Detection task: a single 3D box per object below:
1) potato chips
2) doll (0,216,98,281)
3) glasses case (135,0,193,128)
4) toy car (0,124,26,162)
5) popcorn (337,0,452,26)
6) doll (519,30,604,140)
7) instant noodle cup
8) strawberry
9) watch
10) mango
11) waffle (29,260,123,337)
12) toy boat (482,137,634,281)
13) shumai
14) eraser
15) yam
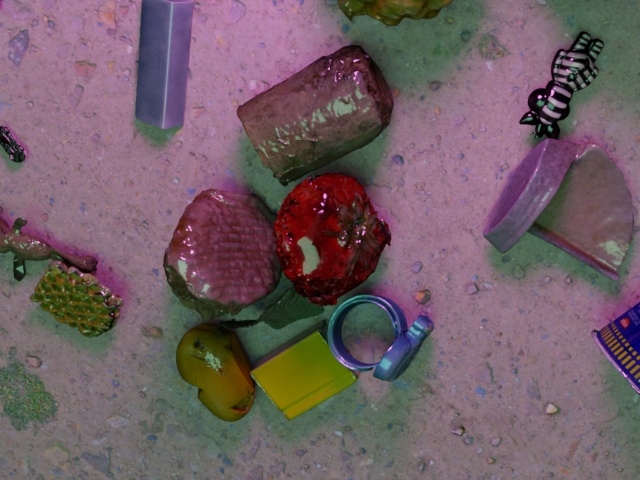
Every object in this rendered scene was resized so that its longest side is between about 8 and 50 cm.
[{"bbox_3d":[-0.108,0.162,1.951,0.228,0.167,0.059,-25,69,4],"label":"potato chips"},{"bbox_3d":[-0.672,0.011,2.043,0.285,0.091,0.203,4,146,22],"label":"doll"},{"bbox_3d":[-0.333,-0.371,1.833,0.105,0.056,0.266,11,113,6],"label":"glasses case"},{"bbox_3d":[-0.700,-0.217,1.988,0.041,0.025,0.093,-33,98,23],"label":"toy car"},{"bbox_3d":[0.160,-0.520,1.550,0.274,0.279,0.335,27,106,-32],"label":"popcorn"},{"bbox_3d":[0.465,-0.295,1.691,0.091,0.067,0.219,25,109,-10],"label":"doll"},{"bbox_3d":[0.747,0.179,1.727,0.284,0.284,0.312,41,106,-6],"label":"instant noodle cup"},{"bbox_3d":[0.000,0.000,1.822,0.220,0.274,0.274,2,115,43],"label":"strawberry"},{"bbox_3d":[0.122,0.201,1.919,0.193,0.211,0.211,34,115,15],"label":"watch"},{"bbox_3d":[-0.239,0.313,2.053,0.167,0.130,0.262,-18,112,25],"label":"mango"},{"bbox_3d":[-0.565,0.139,2.062,0.204,0.054,0.223,36,135,-10],"label":"waffle"},{"bbox_3d":[0.495,-0.076,1.762,0.293,0.111,0.276,10,118,-4],"label":"toy boat"},{"bbox_3d":[-0.261,0.049,1.880,0.262,0.314,0.267,-24,89,36],"label":"shumai"},{"bbox_3d":[-0.035,0.304,2.036,0.226,0.069,0.158,-33,103,22],"label":"eraser"},{"bbox_3d":[-0.003,-0.249,1.742,0.300,0.195,0.195,-27,104,21],"label":"yam"}]
